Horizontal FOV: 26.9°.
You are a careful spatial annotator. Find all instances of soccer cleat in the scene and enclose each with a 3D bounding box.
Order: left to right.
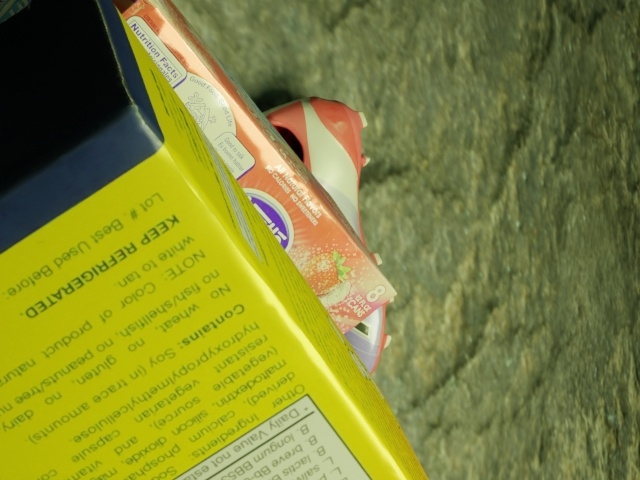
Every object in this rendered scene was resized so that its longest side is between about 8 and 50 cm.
[{"bbox_3d":[0.000,0.000,1.156,0.095,0.083,0.248,-7,94,-29],"label":"soccer cleat"}]

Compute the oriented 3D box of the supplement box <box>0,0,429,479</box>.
[{"bbox_3d":[-0.095,0.073,0.712,0.356,0.194,0.195,57,3,-32],"label":"supplement box"}]

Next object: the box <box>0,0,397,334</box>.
[{"bbox_3d":[-0.100,-0.041,0.870,0.300,0.154,0.142,48,6,-40],"label":"box"}]
